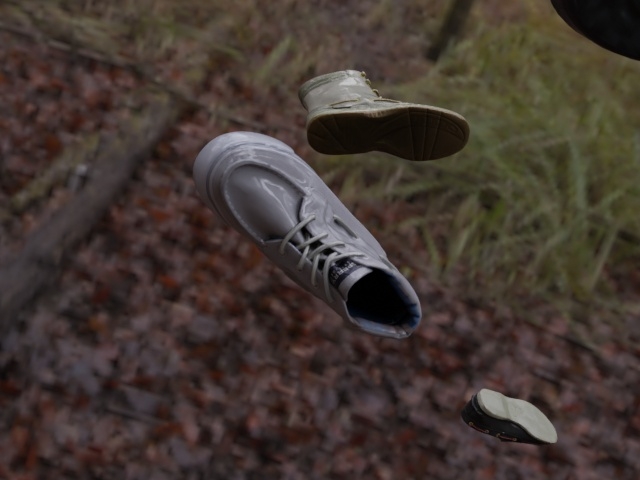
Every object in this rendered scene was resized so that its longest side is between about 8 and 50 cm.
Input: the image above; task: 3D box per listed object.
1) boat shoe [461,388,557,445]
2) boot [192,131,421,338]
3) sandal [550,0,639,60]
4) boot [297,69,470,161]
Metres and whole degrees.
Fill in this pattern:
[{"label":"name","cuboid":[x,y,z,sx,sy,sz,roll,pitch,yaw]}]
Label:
[{"label":"boat shoe","cuboid":[0.223,0.213,1.674,0.133,0.042,0.049,24,39,-30]},{"label":"boot","cuboid":[0.000,0.000,1.292,0.258,0.095,0.123,35,7,-42]},{"label":"sandal","cuboid":[0.203,-0.312,0.698,0.167,0.446,0.107,13,18,-11]},{"label":"boot","cuboid":[0.080,-0.169,1.879,0.213,0.077,0.165,0,26,-7]}]
